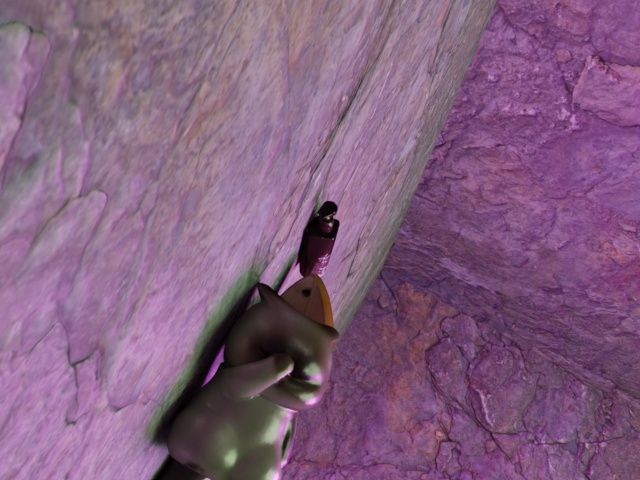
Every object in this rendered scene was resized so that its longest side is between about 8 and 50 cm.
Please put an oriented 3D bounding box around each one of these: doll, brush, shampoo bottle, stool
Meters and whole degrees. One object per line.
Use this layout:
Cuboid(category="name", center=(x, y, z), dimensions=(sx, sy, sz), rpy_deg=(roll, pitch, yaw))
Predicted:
Cuboid(category="doll", center=(-0.118, 0.284, 1.278), dimensions=(0.370, 0.215, 0.226), rpy_deg=(-59, -173, -2))
Cuboid(category="brush", center=(-0.063, 0.187, 1.491), dimensions=(0.166, 0.174, 0.267), rpy_deg=(46, 60, -72))
Cuboid(category="shampoo bottle", center=(-0.002, 0.000, 1.537), dimensions=(0.236, 0.067, 0.068), rpy_deg=(106, 5, -52))
Cuboid(category="stool", center=(-0.267, 0.472, 1.389), dimensions=(0.110, 0.096, 0.096), rpy_deg=(-49, 165, -38))
